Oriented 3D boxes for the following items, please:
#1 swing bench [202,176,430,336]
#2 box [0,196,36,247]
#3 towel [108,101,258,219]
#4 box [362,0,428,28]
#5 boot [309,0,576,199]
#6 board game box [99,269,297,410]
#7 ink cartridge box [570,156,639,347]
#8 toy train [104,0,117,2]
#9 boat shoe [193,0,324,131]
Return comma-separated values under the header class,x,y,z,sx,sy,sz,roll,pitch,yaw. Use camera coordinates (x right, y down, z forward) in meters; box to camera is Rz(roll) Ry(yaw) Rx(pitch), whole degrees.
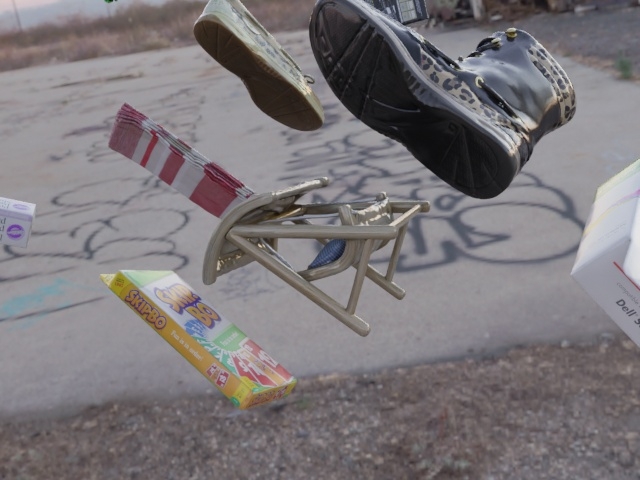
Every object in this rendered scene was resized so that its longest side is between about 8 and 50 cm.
class,x,y,z,sx,sy,sz,roll,pitch,yaw
swing bench,0.000,0.000,1.204,0.254,0.165,0.253,18,15,14
box,-0.635,-0.056,1.334,0.324,0.063,0.067,12,18,-17
towel,-0.299,-0.148,1.740,0.037,0.329,0.237,-59,10,-20
box,0.126,-0.511,1.658,0.147,0.180,0.077,-14,4,7
boot,0.190,-0.246,1.211,0.377,0.138,0.284,42,45,16
board game box,-0.154,0.112,1.033,0.259,0.039,0.124,36,11,20
ink cartridge box,0.512,0.040,1.274,0.119,0.207,0.353,-40,7,41
toy train,-0.228,-0.273,0.870,0.023,0.017,0.083,-14,42,-27
boat shoe,-0.085,-0.293,1.369,0.104,0.285,0.089,-9,50,39
